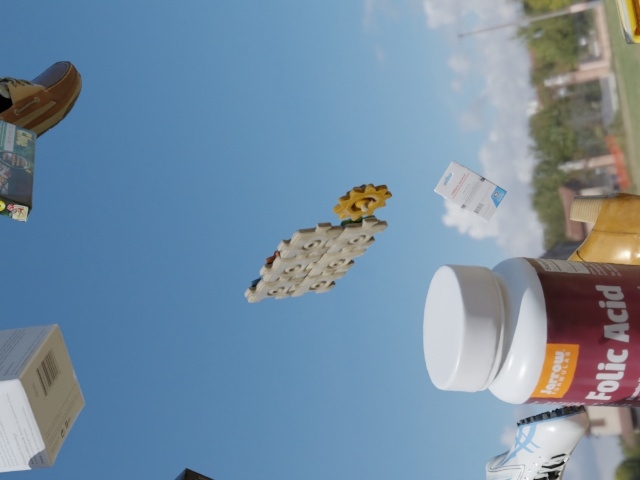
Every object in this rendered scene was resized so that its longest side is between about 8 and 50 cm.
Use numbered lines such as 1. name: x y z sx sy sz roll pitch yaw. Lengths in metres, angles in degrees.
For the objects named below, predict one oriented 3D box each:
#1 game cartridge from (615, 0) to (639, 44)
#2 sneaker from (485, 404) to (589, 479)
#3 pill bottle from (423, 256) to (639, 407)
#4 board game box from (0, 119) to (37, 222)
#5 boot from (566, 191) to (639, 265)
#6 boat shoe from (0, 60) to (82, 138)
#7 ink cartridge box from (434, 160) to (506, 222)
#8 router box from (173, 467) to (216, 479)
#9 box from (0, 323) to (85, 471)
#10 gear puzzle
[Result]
1. game cartridge: 0.452 -0.456 1.270 0.323 0.053 0.285 -48 -56 -63
2. sneaker: 0.262 0.263 0.999 0.237 0.085 0.086 103 154 -54
3. pill bottle: 0.371 0.140 1.287 0.224 0.392 0.224 -177 90 -81
4. board game box: -0.459 -0.113 1.150 0.030 0.136 0.259 -63 26 19
5. boot: 0.621 0.047 1.746 0.104 0.211 0.295 -17 -70 -44
6. boat shoe: -0.588 -0.258 1.639 0.324 0.123 0.120 -62 -40 -38
7. ink cartridge box: 0.189 -0.065 1.083 0.048 0.083 0.028 -59 11 9
8. router box: -0.321 0.625 1.656 0.081 0.309 0.243 28 -138 -16
9. box: -0.508 0.267 1.444 0.181 0.119 0.181 -81 -18 -65
10. gear puzzle: 0.000 0.000 1.297 0.175 0.339 0.044 -6 -116 -28
